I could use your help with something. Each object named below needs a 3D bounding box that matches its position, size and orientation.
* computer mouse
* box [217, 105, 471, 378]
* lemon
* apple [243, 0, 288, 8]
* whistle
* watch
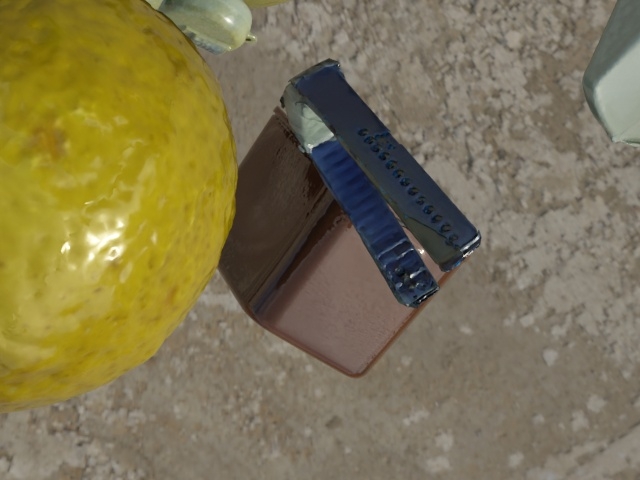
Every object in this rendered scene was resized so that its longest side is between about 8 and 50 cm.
[{"bbox_3d":[0.265,-0.167,0.696,0.128,0.079,0.231,15,103,-50],"label":"computer mouse"},{"bbox_3d":[0.000,0.000,1.420,0.239,0.339,0.229,34,97,-30],"label":"box"},{"bbox_3d":[-0.241,-0.035,0.762,0.349,0.387,0.350,16,145,12],"label":"lemon"},{"bbox_3d":[-0.069,-0.507,1.471,0.360,0.311,0.320,-13,95,13],"label":"apple"},{"bbox_3d":[-0.190,-0.301,1.274,0.258,0.126,0.067,24,74,-29],"label":"whistle"},{"bbox_3d":[0.051,-0.068,1.054,0.068,0.276,0.275,-28,80,-9],"label":"watch"}]
